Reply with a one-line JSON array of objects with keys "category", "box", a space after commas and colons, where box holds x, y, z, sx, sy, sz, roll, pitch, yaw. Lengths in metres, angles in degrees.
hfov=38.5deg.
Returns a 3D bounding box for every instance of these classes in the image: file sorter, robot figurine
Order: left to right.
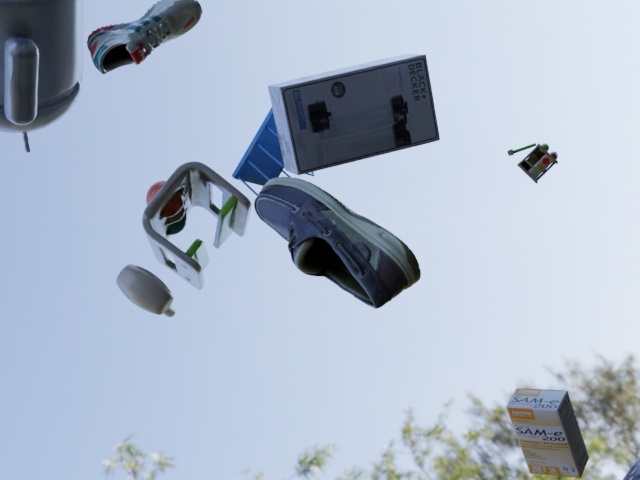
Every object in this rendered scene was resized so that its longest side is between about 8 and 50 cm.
[{"category": "robot figurine", "box": [-0.436, -0.298, 1.291, 0.200, 0.300, 0.353, -4, -44, -19]}, {"category": "file sorter", "box": [-0.069, -0.163, 1.826, 0.118, 0.104, 0.170, 11, -64, -53]}]

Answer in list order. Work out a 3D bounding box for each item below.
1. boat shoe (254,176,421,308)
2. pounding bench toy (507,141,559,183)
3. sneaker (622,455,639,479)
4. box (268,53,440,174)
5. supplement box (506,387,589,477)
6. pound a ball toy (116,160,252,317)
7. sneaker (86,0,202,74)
[{"category": "boat shoe", "box": [0.001, 0.001, 0.957, 0.073, 0.223, 0.080, -40, -40, -27]}, {"category": "pounding bench toy", "box": [0.407, -0.163, 1.749, 0.065, 0.083, 0.052, -47, -4, 19]}, {"category": "sneaker", "box": [0.249, 0.079, 0.316, 0.270, 0.145, 0.090, -31, -2, -4]}, {"category": "box", "box": [0.064, -0.237, 1.698, 0.290, 0.087, 0.169, -14, -76, -15]}, {"category": "supplement box", "box": [0.251, 0.212, 1.010, 0.036, 0.062, 0.098, -46, -59, -44]}, {"category": "pound a ball toy", "box": [-0.217, 0.003, 1.336, 0.208, 0.136, 0.319, -53, -1, -11]}, {"category": "sneaker", "box": [-0.225, -0.261, 1.196, 0.161, 0.075, 0.057, -21, -43, 1]}]
